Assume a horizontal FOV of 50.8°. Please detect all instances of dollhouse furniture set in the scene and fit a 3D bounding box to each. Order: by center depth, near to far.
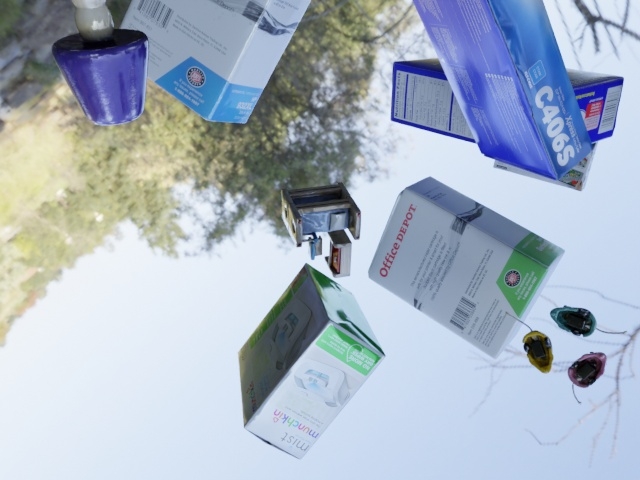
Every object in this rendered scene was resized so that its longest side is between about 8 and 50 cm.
[{"bbox_3d":[0.000,0.000,1.346,0.129,0.184,0.129,-8,-147,-13],"label":"dollhouse furniture set"}]

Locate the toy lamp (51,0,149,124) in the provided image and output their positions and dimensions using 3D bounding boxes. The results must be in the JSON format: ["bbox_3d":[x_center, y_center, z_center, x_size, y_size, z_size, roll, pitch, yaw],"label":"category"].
[{"bbox_3d":[-0.181,-0.224,0.508,0.080,0.275,0.080,-2,-148,1],"label":"toy lamp"}]

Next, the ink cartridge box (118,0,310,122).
[{"bbox_3d":[-0.158,-0.375,1.066,0.307,0.223,0.129,-58,163,19],"label":"ink cartridge box"}]

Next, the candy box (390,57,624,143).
[{"bbox_3d":[0.327,-0.252,1.211,0.268,0.122,0.317,-19,-148,-41],"label":"candy box"}]

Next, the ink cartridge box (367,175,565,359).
[{"bbox_3d":[0.259,0.042,1.238,0.121,0.289,0.211,-27,144,-52],"label":"ink cartridge box"}]

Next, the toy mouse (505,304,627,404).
[{"bbox_3d":[0.363,0.146,0.949,0.143,0.161,0.031,-29,172,32],"label":"toy mouse"}]

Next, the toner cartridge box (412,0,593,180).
[{"bbox_3d":[0.227,-0.250,0.883,0.075,0.348,0.165,-39,-148,-10],"label":"toner cartridge box"}]

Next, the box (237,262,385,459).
[{"bbox_3d":[-0.027,0.201,1.179,0.231,0.126,0.262,-52,-161,10],"label":"box"}]

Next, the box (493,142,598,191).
[{"bbox_3d":[0.507,-0.194,1.526,0.207,0.114,0.036,21,-155,26],"label":"box"}]
